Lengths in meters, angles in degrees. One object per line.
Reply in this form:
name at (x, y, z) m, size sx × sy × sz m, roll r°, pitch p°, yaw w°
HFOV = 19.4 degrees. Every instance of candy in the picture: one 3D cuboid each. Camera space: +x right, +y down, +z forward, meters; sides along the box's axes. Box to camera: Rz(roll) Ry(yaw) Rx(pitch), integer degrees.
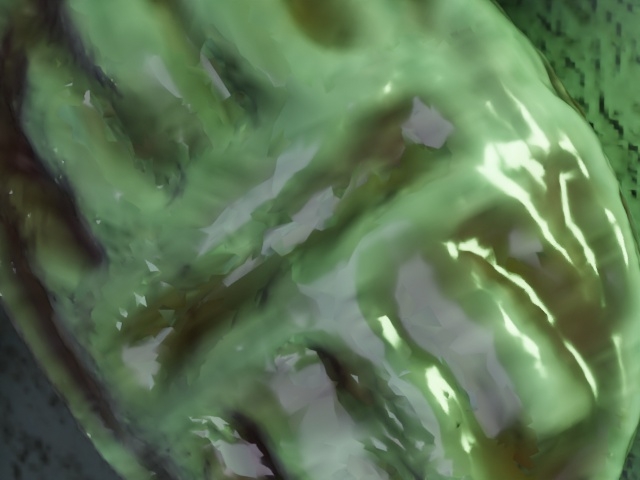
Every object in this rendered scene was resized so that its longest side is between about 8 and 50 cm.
candy at (0.000, 0.000, 0.694) m, size 0.214 × 0.157 × 0.289 m, roll -38°, pitch 82°, yaw 11°
